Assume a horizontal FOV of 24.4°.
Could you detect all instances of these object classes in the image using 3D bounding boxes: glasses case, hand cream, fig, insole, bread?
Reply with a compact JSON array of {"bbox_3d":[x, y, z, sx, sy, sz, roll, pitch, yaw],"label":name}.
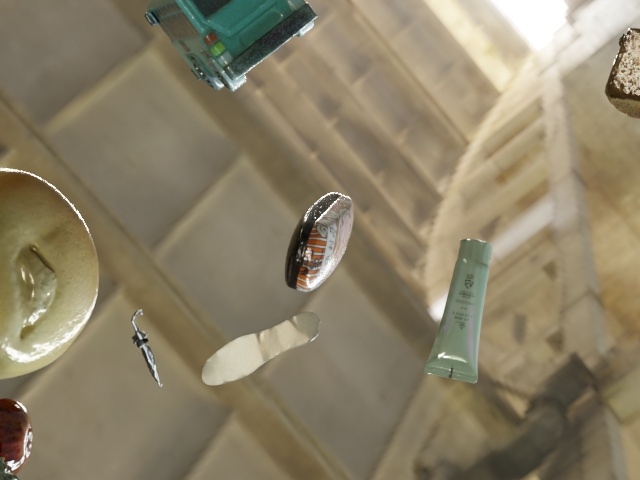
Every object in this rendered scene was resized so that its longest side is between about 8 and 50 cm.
[{"bbox_3d":[0.000,0.000,2.095,0.067,0.103,0.266,15,-164,7],"label":"glasses case"},{"bbox_3d":[0.208,0.100,2.152,0.078,0.205,0.050,12,171,2],"label":"hand cream"},{"bbox_3d":[-0.503,0.301,2.255,0.150,0.128,0.128,3,-134,-38],"label":"fig"},{"bbox_3d":[-0.088,0.157,2.164,0.004,0.197,0.065,51,-165,-53],"label":"insole"},{"bbox_3d":[-0.540,0.051,2.412,0.253,0.376,0.348,-8,-87,-43],"label":"bread"}]

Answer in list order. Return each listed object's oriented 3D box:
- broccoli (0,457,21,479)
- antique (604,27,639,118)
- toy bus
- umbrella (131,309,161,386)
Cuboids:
[{"bbox_3d":[-0.476,0.399,1.899,0.302,0.375,0.249,32,-150,-14],"label":"broccoli"},{"bbox_3d":[0.451,-0.149,1.533,0.310,0.087,0.093,15,169,39],"label":"antique"},{"bbox_3d":[-0.110,-0.262,1.695,0.147,0.128,0.256,53,172,-14],"label":"toy bus"},{"bbox_3d":[-0.204,0.131,1.729,0.022,0.022,0.148,25,144,26],"label":"umbrella"}]
